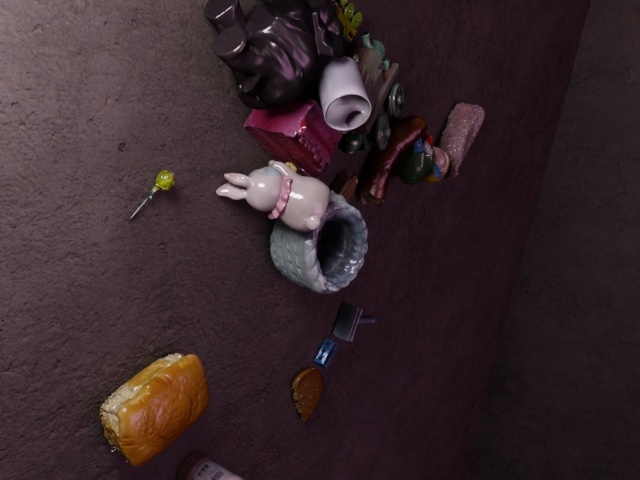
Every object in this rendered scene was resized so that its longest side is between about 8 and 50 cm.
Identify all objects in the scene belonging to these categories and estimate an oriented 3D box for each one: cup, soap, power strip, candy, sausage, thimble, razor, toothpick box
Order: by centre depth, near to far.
[{"bbox_3d":[-0.323,-0.085,1.440,0.123,0.035,0.035,-50,143,-15],"label":"candy"},{"bbox_3d":[0.037,-0.296,1.578,0.099,0.133,0.136,12,136,-29],"label":"cup"},{"bbox_3d":[-0.047,-0.222,1.676,0.250,0.162,0.099,44,62,-59],"label":"soap"},{"bbox_3d":[-0.263,0.589,1.828,0.098,0.149,0.098,-36,137,-44],"label":"toothpick box"},{"bbox_3d":[0.000,0.000,1.832,0.205,0.172,0.250,3,101,-42],"label":"thimble"},{"bbox_3d":[0.014,-0.060,1.988,0.305,0.044,0.064,-59,148,-15],"label":"power strip"},{"bbox_3d":[0.197,-0.235,2.125,0.103,0.076,0.302,34,80,-24],"label":"sausage"},{"bbox_3d":[0.124,0.249,2.346,0.232,0.068,0.106,9,101,-64],"label":"razor"}]

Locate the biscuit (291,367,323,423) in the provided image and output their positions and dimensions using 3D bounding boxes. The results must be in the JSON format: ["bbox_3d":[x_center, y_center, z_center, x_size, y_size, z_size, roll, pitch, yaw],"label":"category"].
[{"bbox_3d":[-0.035,0.445,2.233,0.126,0.025,0.206,-45,144,-34],"label":"biscuit"}]

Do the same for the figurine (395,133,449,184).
[{"bbox_3d":[0.321,-0.263,2.299,0.234,0.127,0.185,-15,105,-44],"label":"figurine"}]

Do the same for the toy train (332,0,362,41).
[{"bbox_3d":[0.020,-0.535,1.692,0.085,0.053,0.249,-62,150,0],"label":"toy train"}]

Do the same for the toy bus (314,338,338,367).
[{"bbox_3d":[0.018,0.333,2.238,0.083,0.038,0.046,-62,146,-14],"label":"toy bus"}]

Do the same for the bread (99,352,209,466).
[{"bbox_3d":[-0.342,0.347,1.582,0.245,0.121,0.174,-32,135,-43],"label":"bread"}]

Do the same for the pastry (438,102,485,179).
[{"bbox_3d":[0.447,-0.332,2.467,0.112,0.103,0.265,20,89,-53],"label":"pastry"}]

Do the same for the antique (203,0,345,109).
[{"bbox_3d":[-0.083,-0.411,1.484,0.322,0.185,0.255,-61,142,-13],"label":"antique"}]

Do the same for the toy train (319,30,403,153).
[{"bbox_3d":[0.101,-0.355,1.808,0.221,0.150,0.304,72,31,-42],"label":"toy train"}]

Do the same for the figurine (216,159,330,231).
[{"bbox_3d":[-0.102,-0.116,1.666,0.127,0.235,0.155,-52,-159,48],"label":"figurine"}]
